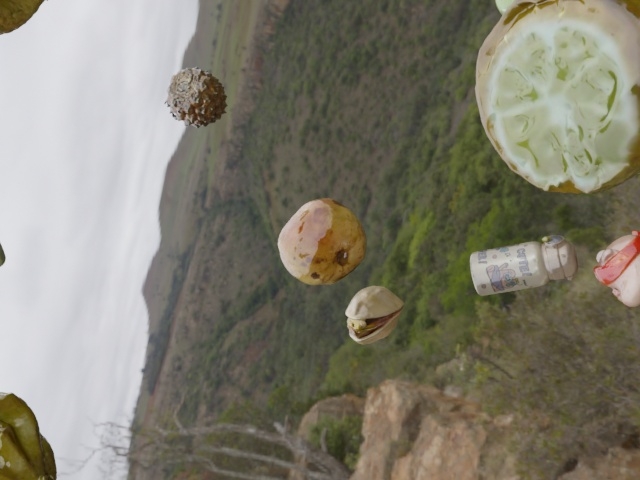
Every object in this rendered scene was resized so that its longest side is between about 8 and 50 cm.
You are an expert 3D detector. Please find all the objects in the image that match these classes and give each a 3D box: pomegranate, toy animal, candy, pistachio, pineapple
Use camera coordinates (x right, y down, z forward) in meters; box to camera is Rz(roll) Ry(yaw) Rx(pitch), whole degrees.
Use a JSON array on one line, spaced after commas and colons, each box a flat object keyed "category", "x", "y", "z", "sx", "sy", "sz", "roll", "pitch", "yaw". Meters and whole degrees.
[{"category": "pomegranate", "x": 0.000, "y": 0.000, "z": 1.610, "sx": 0.215, "sy": 0.215, "sz": 0.215, "roll": -168, "pitch": 90, "yaw": -80}, {"category": "toy animal", "x": 0.667, "y": 0.061, "z": 1.348, "sx": 0.171, "sy": 0.198, "sz": 0.171, "roll": 5, "pitch": -90, "yaw": -68}, {"category": "candy", "x": 0.301, "y": -0.180, "z": 0.782, "sx": 0.260, "sy": 0.118, "sz": 0.259, "roll": 30, "pitch": 129, "yaw": 46}, {"category": "pistachio", "x": 0.150, "y": 0.214, "z": 1.868, "sx": 0.229, "sy": 0.157, "sz": 0.157, "roll": -29, "pitch": -42, "yaw": -61}, {"category": "pineapple", "x": -0.331, "y": -0.378, "z": 1.787, "sx": 0.193, "sy": 0.166, "sz": 0.166, "roll": 36, "pitch": -118, "yaw": -70}]

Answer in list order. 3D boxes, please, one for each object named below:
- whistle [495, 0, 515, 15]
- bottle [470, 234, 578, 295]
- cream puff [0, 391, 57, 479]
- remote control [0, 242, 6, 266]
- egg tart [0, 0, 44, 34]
[{"category": "whistle", "x": 0.474, "y": -0.518, "z": 1.377, "sx": 0.106, "sy": 0.131, "sz": 0.288, "roll": -42, "pitch": 34, "yaw": -18}, {"category": "bottle", "x": 0.424, "y": 0.047, "z": 1.373, "sx": 0.110, "sy": 0.209, "sz": 0.097, "roll": 67, "pitch": -154, "yaw": -22}, {"category": "cream puff", "x": -0.510, "y": 0.314, "z": 0.939, "sx": 0.324, "sy": 0.257, "sz": 0.291, "roll": 115, "pitch": 157, "yaw": -52}, {"category": "remote control", "x": -0.713, "y": 0.047, "z": 1.219, "sx": 0.038, "sy": 0.234, "sz": 0.098, "roll": -133, "pitch": 20, "yaw": -74}, {"category": "egg tart", "x": -0.718, "y": -0.617, "z": 1.474, "sx": 0.315, "sy": 0.120, "sz": 0.315, "roll": -57, "pitch": -3, "yaw": -5}]
